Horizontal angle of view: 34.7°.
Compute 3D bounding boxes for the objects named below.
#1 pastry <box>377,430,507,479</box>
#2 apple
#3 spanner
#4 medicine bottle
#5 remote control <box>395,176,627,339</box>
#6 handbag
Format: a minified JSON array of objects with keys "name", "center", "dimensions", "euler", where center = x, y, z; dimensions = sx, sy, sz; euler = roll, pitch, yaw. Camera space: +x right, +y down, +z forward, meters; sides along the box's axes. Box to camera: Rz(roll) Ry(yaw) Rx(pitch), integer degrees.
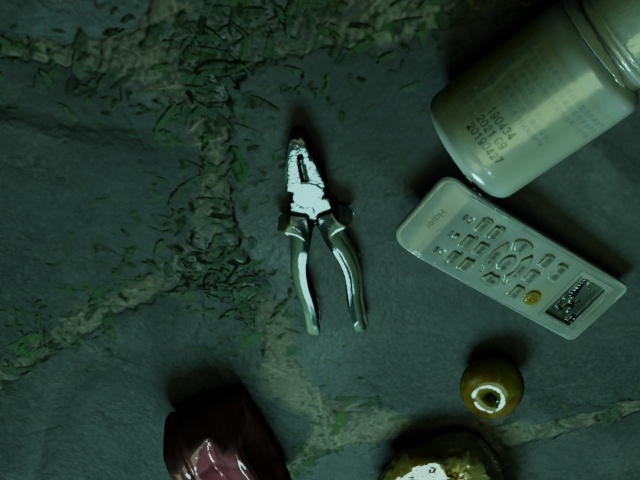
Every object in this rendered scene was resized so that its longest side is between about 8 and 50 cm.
[{"name":"pastry","center":[0.192,0.384,1.550],"dimensions":[0.229,0.100,0.218],"euler":[22,122,-10]},{"name":"apple","center":[0.237,0.202,1.419],"dimensions":[0.090,0.074,0.089],"euler":[1,127,2]},{"name":"spanner","center":[0.000,0.000,1.284],"dimensions":[0.096,0.040,0.324],"euler":[-7,130,7]},{"name":"medicine bottle","center":[0.254,-0.167,1.080],"dimensions":[0.258,0.143,0.143],"euler":[-35,120,26]},{"name":"remote control","center":[0.241,0.021,1.292],"dimensions":[0.313,0.055,0.109],"euler":[28,117,-25]},{"name":"handbag","center":[-0.135,0.335,1.490],"dimensions":[0.136,0.146,0.225],"euler":[-19,126,9]}]
